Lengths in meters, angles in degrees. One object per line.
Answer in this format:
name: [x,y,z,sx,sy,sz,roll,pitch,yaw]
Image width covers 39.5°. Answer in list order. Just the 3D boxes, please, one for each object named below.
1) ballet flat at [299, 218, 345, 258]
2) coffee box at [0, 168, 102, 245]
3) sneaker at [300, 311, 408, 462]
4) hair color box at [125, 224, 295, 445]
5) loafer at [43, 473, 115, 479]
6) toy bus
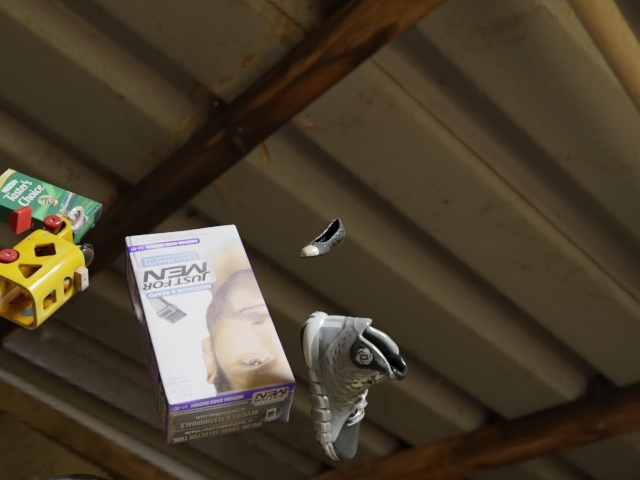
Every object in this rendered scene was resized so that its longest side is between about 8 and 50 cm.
ballet flat: [0.000,0.000,1.806,0.057,0.173,0.049,-4,-76,25]
coffee box: [-0.494,-0.057,1.567,0.184,0.113,0.040,21,-57,2]
sneaker: [0.056,0.204,1.199,0.132,0.086,0.229,-3,-66,21]
hair color box: [-0.178,0.130,1.353,0.185,0.339,0.110,-7,-43,-20]
loafer: [-0.311,0.385,1.312,0.223,0.076,0.078,22,-28,-37]
toy bus: [-0.404,0.043,1.355,0.104,0.202,0.191,23,-3,16]
